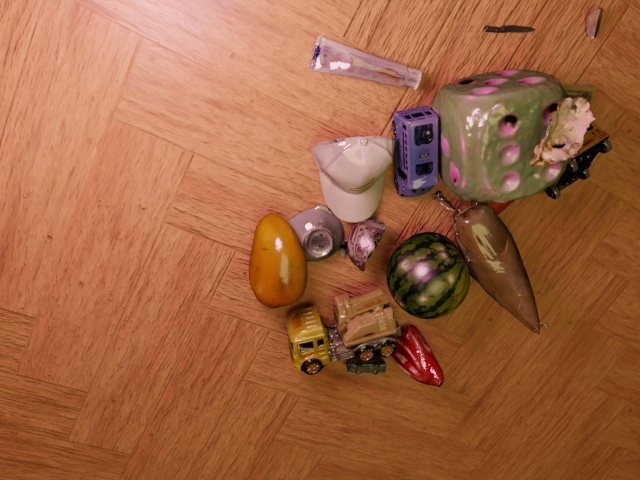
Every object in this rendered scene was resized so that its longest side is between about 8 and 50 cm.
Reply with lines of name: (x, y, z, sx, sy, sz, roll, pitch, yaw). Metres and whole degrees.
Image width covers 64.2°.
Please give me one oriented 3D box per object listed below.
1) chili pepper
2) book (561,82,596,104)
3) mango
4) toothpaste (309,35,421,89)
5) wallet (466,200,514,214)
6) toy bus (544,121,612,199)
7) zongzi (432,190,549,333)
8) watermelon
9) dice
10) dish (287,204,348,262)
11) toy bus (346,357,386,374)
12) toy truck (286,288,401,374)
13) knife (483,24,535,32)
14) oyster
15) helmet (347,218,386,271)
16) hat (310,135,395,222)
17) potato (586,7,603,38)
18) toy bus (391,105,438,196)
chili pepper: (0.361, 0.454, 1.908, 0.144, 0.252, 0.136, -26, 136, -5)
book: (0.807, -0.419, 1.689, 0.168, 0.013, 0.192, 0, 116, -11)
mango: (-0.139, 0.072, 1.656, 0.173, 0.211, 0.317, -16, 112, -35)
toothpaste: (0.135, -0.508, 1.495, 0.323, 0.066, 0.100, 11, 118, -11)
wallet: (0.612, -0.166, 1.758, 0.204, 0.045, 0.142, -42, 115, 11)
toy bus: (0.792, -0.265, 1.640, 0.145, 0.151, 0.331, -34, 161, 1)
zongzi: (0.559, 0.041, 1.648, 0.181, 0.418, 0.447, -30, 125, 9)
watermelon: (0.362, 0.122, 1.720, 0.285, 0.285, 0.285, -4, 116, -8)
dice: (0.522, -0.311, 1.511, 0.318, 0.330, 0.322, -13, 119, -3)
dish: (0.000, 0.000, 1.708, 0.246, 0.078, 0.224, 20, 109, -19)
toy bus: (0.177, 0.486, 1.988, 0.153, 0.061, 0.051, 2, 117, -10)
toy truck: (0.078, 0.314, 1.820, 0.405, 0.180, 0.254, -13, 119, -5)
knife: (0.572, -0.637, 1.540, 0.170, 0.010, 0.023, -3, 122, -11)
oyster: (0.634, -0.279, 1.341, 0.133, 0.072, 0.209, 15, 90, -16)
helmet: (0.140, 0.002, 1.699, 0.107, 0.153, 0.177, 29, 77, 4)
hat: (0.111, -0.188, 1.586, 0.258, 0.168, 0.301, -6, 116, -6)
potato: (0.836, -0.671, 1.562, 0.037, 0.036, 0.093, -45, 143, -27)
toy bus: (0.303, -0.259, 1.594, 0.126, 0.133, 0.292, -12, 123, -6)
